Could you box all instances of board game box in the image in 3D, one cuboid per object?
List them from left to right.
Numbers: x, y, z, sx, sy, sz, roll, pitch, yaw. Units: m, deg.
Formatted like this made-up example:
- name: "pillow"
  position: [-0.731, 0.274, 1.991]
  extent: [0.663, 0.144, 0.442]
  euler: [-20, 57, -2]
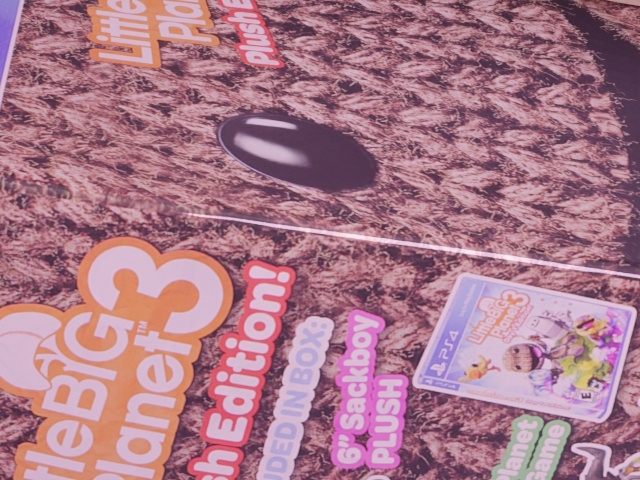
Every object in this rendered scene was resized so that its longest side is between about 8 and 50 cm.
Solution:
- name: "board game box"
  position: [0.000, 0.000, 0.589]
  extent: [0.291, 0.141, 0.232]
  euler: [8, 30, -10]
